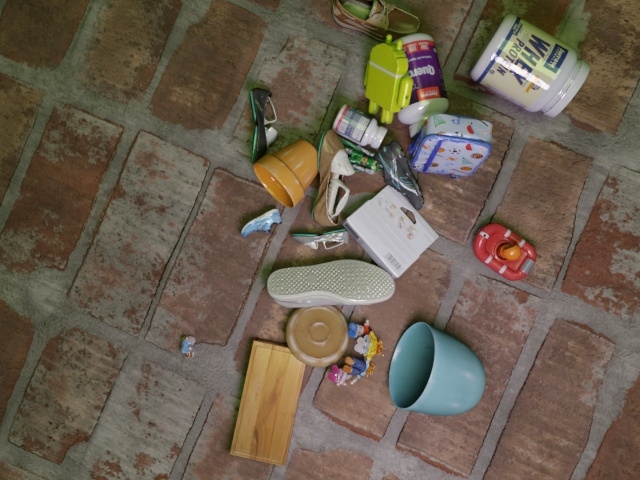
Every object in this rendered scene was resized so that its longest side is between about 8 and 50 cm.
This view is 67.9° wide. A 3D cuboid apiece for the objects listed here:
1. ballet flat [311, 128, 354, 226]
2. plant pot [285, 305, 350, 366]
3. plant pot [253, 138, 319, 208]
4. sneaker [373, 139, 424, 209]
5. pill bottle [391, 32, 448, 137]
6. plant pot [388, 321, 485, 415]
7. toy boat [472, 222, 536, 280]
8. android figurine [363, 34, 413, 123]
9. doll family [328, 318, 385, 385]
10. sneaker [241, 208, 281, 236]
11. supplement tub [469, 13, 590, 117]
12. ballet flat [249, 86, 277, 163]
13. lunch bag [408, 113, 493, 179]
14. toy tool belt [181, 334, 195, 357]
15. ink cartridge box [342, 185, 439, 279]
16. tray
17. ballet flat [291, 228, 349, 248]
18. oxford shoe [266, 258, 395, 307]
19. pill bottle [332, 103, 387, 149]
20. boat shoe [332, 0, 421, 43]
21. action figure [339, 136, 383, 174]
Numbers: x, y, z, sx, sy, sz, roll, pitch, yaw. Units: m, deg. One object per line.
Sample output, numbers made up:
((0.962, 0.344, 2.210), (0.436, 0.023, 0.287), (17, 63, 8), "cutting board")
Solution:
((0.051, -0.205, 1.651), (0.124, 0.116, 0.343), (22, 111, 35), "ballet flat")
((-0.007, 0.328, 1.692), (0.236, 0.032, 0.237), (2, 71, -6), "plant pot")
((-0.100, -0.250, 1.675), (0.205, 0.205, 0.188), (45, 75, 2), "plant pot")
((0.284, -0.220, 1.692), (0.106, 0.101, 0.268), (-26, 102, 14), "sneaker")
((0.339, -0.533, 1.658), (0.181, 0.181, 0.324), (-13, 88, 2), "pill bottle")
((0.403, 0.450, 1.596), (0.234, 0.293, 0.293), (21, 90, -12), "plant pot")
((0.646, 0.037, 1.651), (0.231, 0.151, 0.151), (35, 90, 2), "toy boat")
((0.224, -0.546, 1.611), (0.056, 0.248, 0.273), (-12, 128, -25), "android figurine")
((0.146, 0.414, 1.668), (0.118, 0.163, 0.263), (25, 91, 34), "doll family")
((-0.214, -0.052, 1.731), (0.162, 0.063, 0.073), (-29, 91, 2), "sneaker")
((0.706, -0.587, 1.618), (0.324, 0.235, 0.236), (30, 90, 3), "supplement tub")
((-0.206, -0.418, 1.725), (0.096, 0.095, 0.281), (-1, 89, -10), "ballet flat")
((0.426, -0.309, 1.599), (0.242, 0.303, 0.115), (7, 76, 1), "lunch bag")
((-0.488, 0.391, 1.738), (0.052, 0.051, 0.084), (6, 90, 2), "toy tool belt")
((0.254, -0.036, 1.716), (0.239, 0.060, 0.275), (-40, 88, -23), "ink cartridge box")
((-0.181, 0.578, 1.714), (0.202, 0.076, 0.412), (12, 90, 3), "tray")
((0.000, 0.000, 1.718), (0.212, 0.072, 0.068), (-5, 95, 2), "ballet flat")
((0.036, 0.165, 1.683), (0.448, 0.130, 0.169), (-3, 58, 3), "oxford shoe")
((0.143, -0.401, 1.701), (0.180, 0.108, 0.108), (27, 90, 2), "pill bottle")
((0.196, -0.799, 1.699), (0.323, 0.120, 0.123), (13, 90, 3), "boat shoe")
((0.132, -0.297, 1.725), (0.232, 0.063, 0.137), (17, 87, -1), "action figure")
